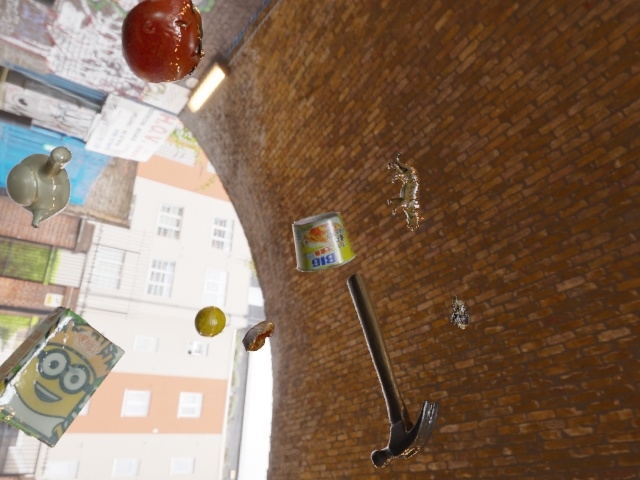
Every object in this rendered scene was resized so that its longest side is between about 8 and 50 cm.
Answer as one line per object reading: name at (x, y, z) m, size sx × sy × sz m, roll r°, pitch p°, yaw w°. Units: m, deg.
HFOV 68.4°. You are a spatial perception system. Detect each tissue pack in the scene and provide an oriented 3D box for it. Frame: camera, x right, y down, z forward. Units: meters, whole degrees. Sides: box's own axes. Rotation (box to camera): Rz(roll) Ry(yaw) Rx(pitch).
tissue pack at (-0.741, 0.370, 1.309) m, size 0.128 × 0.228 × 0.310 m, roll -2°, pitch -134°, yaw 42°

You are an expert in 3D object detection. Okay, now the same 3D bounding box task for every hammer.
hammer at (0.125, 0.247, 1.031) m, size 0.168 × 0.044 × 0.439 m, roll -45°, pitch -141°, yaw 26°

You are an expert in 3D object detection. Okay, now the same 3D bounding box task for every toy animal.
toy animal at (0.259, -0.147, 1.435) m, size 0.057 × 0.099 × 0.241 m, roll -173°, pitch -99°, yaw -78°

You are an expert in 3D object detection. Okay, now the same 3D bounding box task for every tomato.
tomato at (-0.528, -0.676, 1.520) m, size 0.170 × 0.309 × 0.308 m, roll 71°, pitch 29°, yaw -81°

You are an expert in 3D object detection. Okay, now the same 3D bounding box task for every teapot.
teapot at (-0.888, -0.212, 1.508) m, size 0.220 × 0.149 × 0.318 m, roll 42°, pitch -66°, yaw 13°

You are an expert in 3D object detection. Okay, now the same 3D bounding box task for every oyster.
oyster at (0.343, 0.178, 1.144) m, size 0.019 × 0.054 × 0.083 m, roll -39°, pitch -143°, yaw 57°

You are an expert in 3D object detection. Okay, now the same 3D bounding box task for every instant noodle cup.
instant noodle cup at (0.000, 0.000, 1.505) m, size 0.205 × 0.205 × 0.152 m, roll 0°, pitch -71°, yaw 57°

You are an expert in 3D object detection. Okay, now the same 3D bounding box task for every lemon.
lemon at (-0.379, 0.278, 1.618) m, size 0.109 × 0.109 × 0.133 m, roll -61°, pitch 177°, yaw 21°

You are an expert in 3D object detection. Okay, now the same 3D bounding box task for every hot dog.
hot dog at (-0.241, 0.372, 1.830) m, size 0.131 × 0.069 × 0.253 m, roll -60°, pitch 172°, yaw 0°
